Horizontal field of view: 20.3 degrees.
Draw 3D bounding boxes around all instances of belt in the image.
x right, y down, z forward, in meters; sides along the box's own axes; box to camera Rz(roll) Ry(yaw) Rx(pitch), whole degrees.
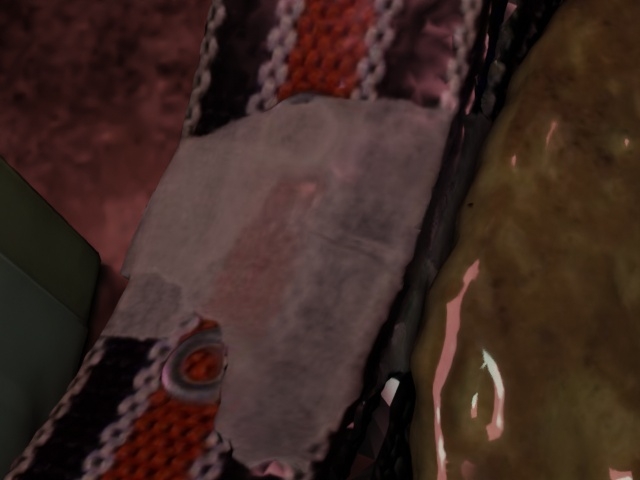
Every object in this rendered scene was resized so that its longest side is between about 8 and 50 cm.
[{"bbox_3d":[0.000,0.000,0.474,0.094,0.126,0.359,6,69,25],"label":"belt"}]

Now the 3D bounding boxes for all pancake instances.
[{"bbox_3d":[0.121,0.041,0.453,0.222,0.042,0.236,-9,79,-18],"label":"pancake"}]

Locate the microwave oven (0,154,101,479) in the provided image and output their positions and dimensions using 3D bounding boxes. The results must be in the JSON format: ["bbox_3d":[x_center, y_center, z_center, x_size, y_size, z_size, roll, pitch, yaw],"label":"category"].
[{"bbox_3d":[-0.275,0.061,0.452,0.355,0.218,0.286,11,74,13],"label":"microwave oven"}]
